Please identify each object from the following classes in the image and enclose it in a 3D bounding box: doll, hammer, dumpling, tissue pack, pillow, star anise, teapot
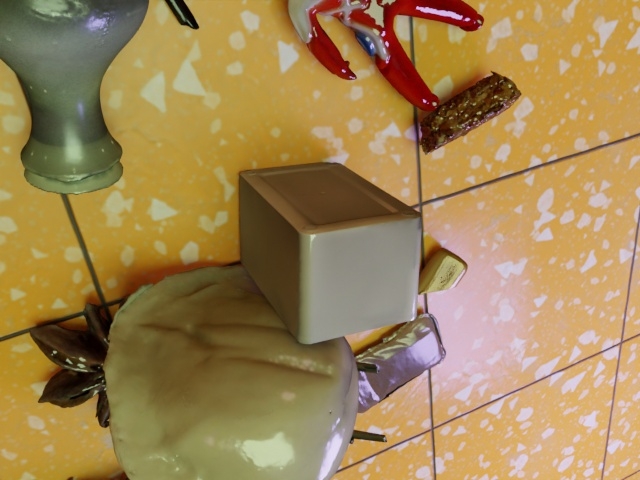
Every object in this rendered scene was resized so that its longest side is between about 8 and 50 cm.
[{"bbox_3d":[0.042,-0.304,0.735,0.384,0.099,0.188,23,101,-39],"label":"doll"},{"bbox_3d":[-0.194,-0.308,0.659,0.065,0.021,0.178,-37,126,-5],"label":"hammer"},{"bbox_3d":[-0.099,0.156,0.730,0.315,0.395,0.233,40,128,-9],"label":"dumpling"},{"bbox_3d":[0.001,0.000,0.761,0.160,0.246,0.135,-9,116,-21],"label":"tissue pack"},{"bbox_3d":[0.126,0.219,1.054,0.211,0.034,0.135,-29,126,-9],"label":"pillow"},{"bbox_3d":[-0.265,0.161,0.809,0.236,0.093,0.229,-41,118,-7],"label":"star anise"},{"bbox_3d":[-0.265,-0.178,0.604,0.184,0.183,0.250,-7,127,-23],"label":"teapot"}]

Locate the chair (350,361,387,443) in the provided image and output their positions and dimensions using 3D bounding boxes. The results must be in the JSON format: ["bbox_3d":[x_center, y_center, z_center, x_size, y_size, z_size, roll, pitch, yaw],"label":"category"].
[{"bbox_3d":[-0.048,0.289,0.937,0.272,0.166,0.188,3,120,19],"label":"chair"}]

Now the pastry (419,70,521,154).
[{"bbox_3d":[0.209,-0.189,0.873,0.169,0.087,0.063,-31,89,-10],"label":"pastry"}]

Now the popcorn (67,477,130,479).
[{"bbox_3d":[-0.296,0.444,0.888,0.194,0.140,0.163,1,95,-29],"label":"popcorn"}]

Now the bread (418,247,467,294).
[{"bbox_3d":[0.199,0.064,1.002,0.062,0.049,0.103,30,101,-5],"label":"bread"}]
